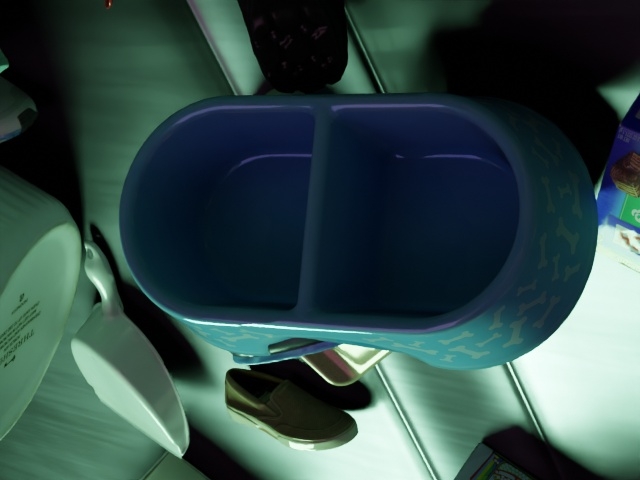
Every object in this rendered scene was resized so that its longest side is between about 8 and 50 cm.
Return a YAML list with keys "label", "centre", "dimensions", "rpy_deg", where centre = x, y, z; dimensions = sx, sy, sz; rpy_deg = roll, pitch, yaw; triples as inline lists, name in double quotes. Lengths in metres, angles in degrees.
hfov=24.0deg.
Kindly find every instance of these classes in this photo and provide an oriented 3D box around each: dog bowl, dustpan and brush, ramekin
- label: "dog bowl"
  centre: [0.011, -0.013, 0.893]
  dimensions: [0.297, 0.166, 0.074]
  rpy_deg: [2, 172, 26]
- label: "dustpan and brush"
  centre: [-0.185, 0.088, 1.363]
  dimensions: [0.147, 0.060, 0.211]
  rpy_deg: [27, 152, 42]
- label: "ramekin"
  centre: [-0.304, 0.058, 1.264]
  dimensions: [0.127, 0.273, 0.273]
  rpy_deg: [20, 143, 8]

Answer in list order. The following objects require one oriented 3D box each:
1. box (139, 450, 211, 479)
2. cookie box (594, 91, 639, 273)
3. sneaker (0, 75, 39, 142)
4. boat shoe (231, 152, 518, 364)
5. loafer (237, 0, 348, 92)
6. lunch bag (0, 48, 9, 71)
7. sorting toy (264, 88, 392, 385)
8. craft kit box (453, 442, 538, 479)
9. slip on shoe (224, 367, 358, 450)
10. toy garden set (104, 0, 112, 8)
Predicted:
- label: "box"
  centre: [-0.159, 0.342, 1.549]
  dimensions: [0.148, 0.127, 0.232]
  rpy_deg: [38, 146, 5]
- label: "cookie box"
  centre: [0.206, -0.022, 0.856]
  dimensions: [0.092, 0.040, 0.107]
  rpy_deg: [28, 145, 18]
- label: "sneaker"
  centre: [-0.309, -0.137, 1.213]
  dimensions: [0.191, 0.071, 0.083]
  rpy_deg: [22, 136, 25]
- label: "boat shoe"
  centre: [0.040, 0.002, 0.978]
  dimensions: [0.258, 0.109, 0.089]
  rpy_deg: [-25, 99, 21]
- label: "loafer"
  centre: [-0.027, -0.183, 0.866]
  dimensions: [0.076, 0.078, 0.223]
  rpy_deg: [-10, 139, 3]
- label: "lunch bag"
  centre: [-0.374, -0.172, 1.118]
  dimensions: [0.262, 0.160, 0.223]
  rpy_deg: [-17, 99, 57]
- label: "sorting toy"
  centre: [0.000, 0.000, 1.094]
  dimensions: [0.193, 0.038, 0.208]
  rpy_deg: [42, 141, -2]
- label: "craft kit box"
  centre: [0.195, 0.305, 1.226]
  dimensions: [0.246, 0.061, 0.250]
  rpy_deg: [34, 146, 16]
- label: "slip on shoe"
  centre: [-0.028, 0.139, 1.266]
  dimensions: [0.135, 0.051, 0.041]
  rpy_deg: [16, 127, 42]
- label: "toy garden set"
  centre: [-0.181, -0.245, 0.978]
  dimensions: [0.204, 0.049, 0.244]
  rpy_deg: [36, 146, 8]
